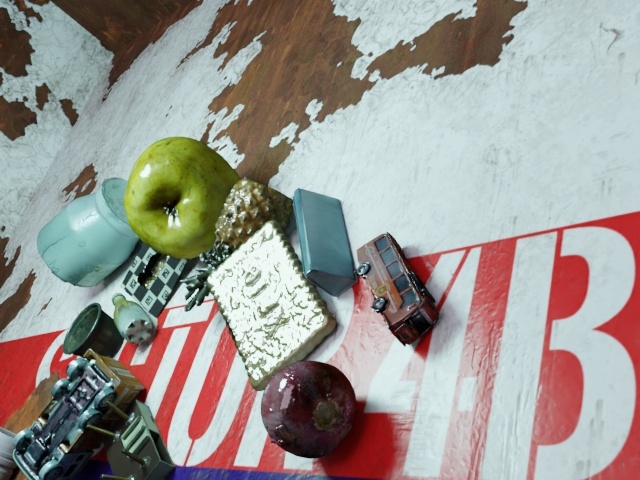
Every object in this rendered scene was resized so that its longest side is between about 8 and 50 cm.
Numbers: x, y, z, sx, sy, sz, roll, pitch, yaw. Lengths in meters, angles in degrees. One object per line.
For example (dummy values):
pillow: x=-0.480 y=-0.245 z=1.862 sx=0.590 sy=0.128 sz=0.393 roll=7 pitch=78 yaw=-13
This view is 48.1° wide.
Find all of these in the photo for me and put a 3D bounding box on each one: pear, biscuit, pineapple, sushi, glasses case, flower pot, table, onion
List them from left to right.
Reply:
flower pot: x=-0.603 y=0.260 z=1.934 sx=0.157 sy=0.107 sz=0.157 roll=-34 pitch=33 yaw=27
table: x=-0.416 y=0.438 z=1.524 sx=0.122 sy=0.111 sz=0.240 roll=-51 pitch=33 yaw=-1
sushi: x=-0.425 y=0.079 z=1.940 sx=0.192 sy=0.050 sz=0.215 roll=30 pitch=92 yaw=38
pear: x=-0.340 y=-0.106 z=1.801 sx=0.304 sy=0.304 sz=0.304 roll=-32 pitch=38 yaw=28
pineapple: x=-0.198 y=0.024 z=1.638 sx=0.340 sy=0.169 sz=0.169 roll=-59 pitch=33 yaw=0
biscuit: x=-0.106 y=0.125 z=1.451 sx=0.217 sy=0.044 sz=0.325 roll=-42 pitch=49 yaw=9
onion: x=-0.030 y=0.270 z=1.187 sx=0.159 sy=0.159 sz=0.195 roll=-60 pitch=21 yaw=-12
glasses case: x=0.000 y=0.000 z=1.469 sx=0.266 sy=0.105 sz=0.056 roll=-100 pitch=30 yaw=-50

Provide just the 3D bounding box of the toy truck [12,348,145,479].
toy truck: x=-0.558 y=0.416 z=1.671 sx=0.136 sy=0.162 sz=0.305 roll=37 pitch=89 yaw=26

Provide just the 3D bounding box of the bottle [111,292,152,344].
bottle: x=-0.511 y=0.197 z=1.904 sx=0.083 sy=0.083 sz=0.269 roll=-55 pitch=29 yaw=-5

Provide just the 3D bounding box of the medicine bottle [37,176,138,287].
medicine bottle: x=-0.665 y=-0.031 z=2.161 sx=0.290 sy=0.245 sz=0.245 roll=-36 pitch=36 yaw=24

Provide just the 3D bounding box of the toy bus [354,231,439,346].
toy bus: x=0.126 y=0.080 z=1.244 sx=0.096 sy=0.073 sz=0.235 roll=-38 pitch=34 yaw=9

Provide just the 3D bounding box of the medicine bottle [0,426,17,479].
medicine bottle: x=-0.902 y=0.631 z=1.918 sx=0.133 sy=0.133 sz=0.250 roll=4 pitch=61 yaw=52
